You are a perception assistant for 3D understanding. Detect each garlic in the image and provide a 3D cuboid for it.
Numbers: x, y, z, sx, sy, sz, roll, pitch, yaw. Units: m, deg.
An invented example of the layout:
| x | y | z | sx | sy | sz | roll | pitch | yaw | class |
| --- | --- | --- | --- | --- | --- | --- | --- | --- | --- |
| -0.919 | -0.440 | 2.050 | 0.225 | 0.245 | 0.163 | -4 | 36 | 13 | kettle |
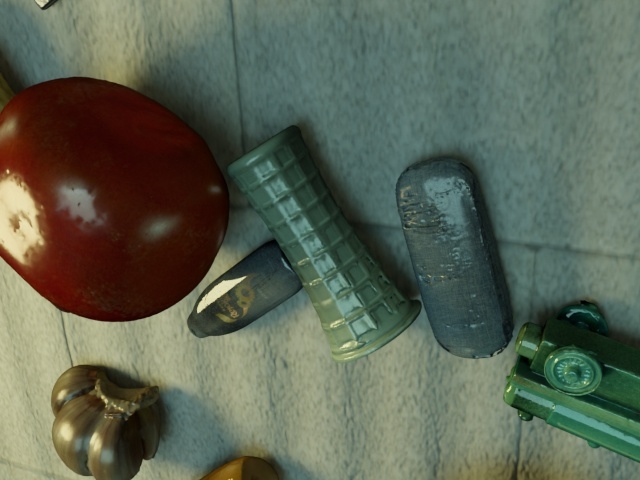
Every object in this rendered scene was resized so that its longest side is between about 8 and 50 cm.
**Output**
| x | y | z | sx | sy | sz | roll | pitch | yaw | class |
| --- | --- | --- | --- | --- | --- | --- | --- | --- | --- |
| -0.388 | 0.326 | 1.388 | 0.214 | 0.160 | 0.191 | 17 | 116 | 12 | garlic |

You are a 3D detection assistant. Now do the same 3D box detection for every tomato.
| x | y | z | sx | sy | sz | roll | pitch | yaw | class |
| --- | --- | --- | --- | --- | --- | --- | --- | --- | --- |
| -0.284 | -0.055 | 1.063 | 0.325 | 0.290 | 0.293 | 42 | 125 | 6 | tomato |

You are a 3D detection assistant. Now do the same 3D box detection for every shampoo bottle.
| x | y | z | sx | sy | sz | roll | pitch | yaw | class |
| --- | --- | --- | --- | --- | --- | --- | --- | --- | --- |
| -0.115 | 0.080 | 1.201 | 0.233 | 0.049 | 0.087 | -34 | 97 | 34 | shampoo bottle |

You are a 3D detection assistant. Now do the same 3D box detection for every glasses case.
| x | y | z | sx | sy | sz | roll | pitch | yaw | class |
| --- | --- | --- | --- | --- | --- | --- | --- | --- | --- |
| 0.175 | 0.027 | 1.035 | 0.109 | 0.067 | 0.283 | -6 | 112 | 29 | glasses case |

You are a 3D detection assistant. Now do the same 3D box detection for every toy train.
| x | y | z | sx | sy | sz | roll | pitch | yaw | class |
| --- | --- | --- | --- | --- | --- | --- | --- | --- | --- |
| 0.379 | 0.206 | 1.010 | 0.298 | 0.120 | 0.194 | 21 | 127 | 13 | toy train |

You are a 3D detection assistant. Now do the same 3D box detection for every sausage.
| x | y | z | sx | sy | sz | roll | pitch | yaw | class |
| --- | --- | --- | --- | --- | --- | --- | --- | --- | --- |
| -0.197 | 0.477 | 1.417 | 0.112 | 0.112 | 0.328 | 47 | 126 | -5 | sausage |

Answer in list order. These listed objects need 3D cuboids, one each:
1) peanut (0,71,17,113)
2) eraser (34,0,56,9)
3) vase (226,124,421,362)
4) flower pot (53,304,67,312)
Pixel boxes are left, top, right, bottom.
| x | y | z | sx | sy | sz | roll | pitch | yaw | class |
| --- | --- | --- | --- | --- | --- | --- | --- | --- | --- |
| -0.503 | -0.176 | 1.198 | 0.147 | 0.147 | 0.306 | -27 | 107 | 32 | peanut |
| -0.330 | -0.390 | 1.061 | 0.225 | 0.036 | 0.082 | -23 | 106 | 31 | eraser |
| 0.000 | 0.000 | 1.061 | 0.143 | 0.143 | 0.299 | -26 | 101 | 32 | vase |
| -0.384 | 0.049 | 1.285 | 0.089 | 0.111 | 0.111 | -24 | 105 | 16 | flower pot |
